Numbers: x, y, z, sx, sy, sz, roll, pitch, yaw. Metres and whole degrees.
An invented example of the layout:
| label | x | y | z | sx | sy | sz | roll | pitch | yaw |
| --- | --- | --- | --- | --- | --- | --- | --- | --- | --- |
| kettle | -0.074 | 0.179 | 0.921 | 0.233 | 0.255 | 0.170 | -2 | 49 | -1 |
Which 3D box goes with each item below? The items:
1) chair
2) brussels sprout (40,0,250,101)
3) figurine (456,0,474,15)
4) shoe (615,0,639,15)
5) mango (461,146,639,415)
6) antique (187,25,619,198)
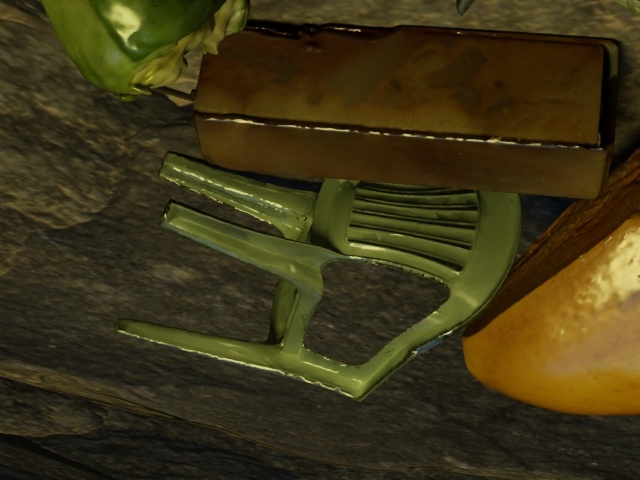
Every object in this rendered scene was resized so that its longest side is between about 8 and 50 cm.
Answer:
| label | x | y | z | sx | sy | sz | roll | pitch | yaw |
| --- | --- | --- | --- | --- | --- | --- | --- | --- | --- |
| chair | 0.000 | 0.000 | 1.450 | 0.274 | 0.203 | 0.190 | 17 | 143 | -10 |
| brussels sprout | -0.115 | -0.176 | 1.160 | 0.131 | 0.145 | 0.183 | -29 | -172 | 16 |
| figurine | 0.142 | -0.227 | 0.913 | 0.265 | 0.197 | 0.175 | 35 | 150 | -12 |
| shoe | 0.233 | -0.166 | 1.136 | 0.274 | 0.098 | 0.103 | 11 | 152 | -7 |
| mango | 0.268 | 0.025 | 1.352 | 0.350 | 0.199 | 0.201 | -32 | 165 | 11 |
| antique | 0.062 | -0.100 | 1.329 | 0.310 | 0.093 | 0.087 | 4 | 156 | 6 |
